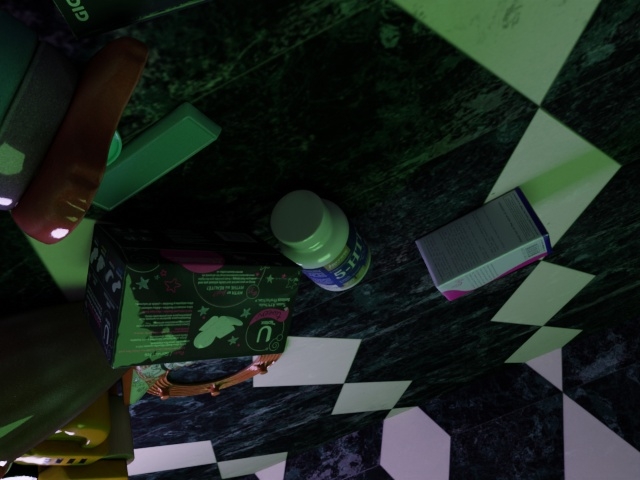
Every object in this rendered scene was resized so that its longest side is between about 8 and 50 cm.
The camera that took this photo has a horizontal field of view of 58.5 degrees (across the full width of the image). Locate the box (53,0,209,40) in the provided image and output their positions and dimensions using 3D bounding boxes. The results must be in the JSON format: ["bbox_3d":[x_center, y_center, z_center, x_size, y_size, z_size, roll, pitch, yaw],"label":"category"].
[{"bbox_3d":[-0.141,-0.263,0.399,0.175,0.051,0.220,-18,152,-3],"label":"box"}]

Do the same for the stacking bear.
[{"bbox_3d":[-0.303,-0.125,0.402,0.288,0.176,0.164,27,149,-32],"label":"stacking bear"}]

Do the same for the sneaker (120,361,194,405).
[{"bbox_3d":[-0.318,0.246,1.122,0.144,0.090,0.270,-5,145,-21],"label":"sneaker"}]

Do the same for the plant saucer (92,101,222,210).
[{"bbox_3d":[-0.210,-0.093,0.684,0.192,0.018,0.067,-29,150,17],"label":"plant saucer"}]

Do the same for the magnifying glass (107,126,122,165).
[{"bbox_3d":[-0.295,-0.129,0.561,0.092,0.026,0.231,-30,149,17],"label":"magnifying glass"}]

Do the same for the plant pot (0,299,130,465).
[{"bbox_3d":[-0.406,0.184,0.874,0.230,0.215,0.215,-25,155,-21],"label":"plant pot"}]

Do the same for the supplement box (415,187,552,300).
[{"bbox_3d":[0.313,0.013,1.099,0.219,0.114,0.111,-29,151,13],"label":"supplement box"}]

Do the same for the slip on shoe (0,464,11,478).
[{"bbox_3d":[-0.583,0.254,0.826,0.123,0.101,0.332,-27,113,5],"label":"slip on shoe"}]

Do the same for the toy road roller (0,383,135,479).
[{"bbox_3d":[-0.455,0.337,1.074,0.240,0.203,0.329,-32,148,19],"label":"toy road roller"}]

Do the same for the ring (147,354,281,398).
[{"bbox_3d":[-0.245,0.300,1.324,0.336,0.032,0.337,-15,150,-9],"label":"ring"}]

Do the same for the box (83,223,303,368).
[{"bbox_3d":[-0.179,0.071,0.794,0.247,0.163,0.142,4,107,-36],"label":"box"}]

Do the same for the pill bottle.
[{"bbox_3d":[0.000,0.000,0.879,0.111,0.112,0.186,-26,151,11],"label":"pill bottle"}]
